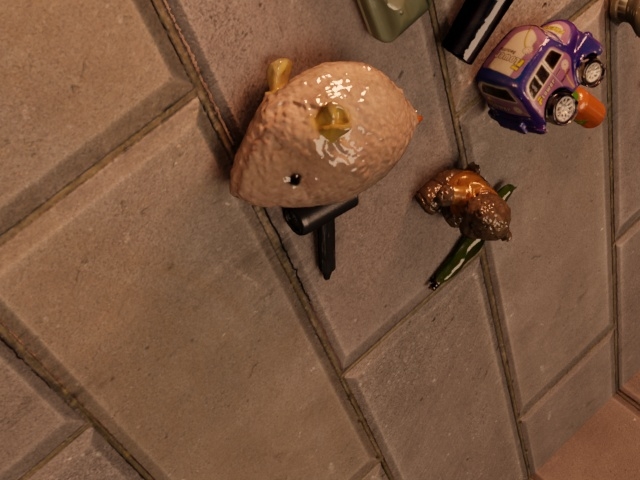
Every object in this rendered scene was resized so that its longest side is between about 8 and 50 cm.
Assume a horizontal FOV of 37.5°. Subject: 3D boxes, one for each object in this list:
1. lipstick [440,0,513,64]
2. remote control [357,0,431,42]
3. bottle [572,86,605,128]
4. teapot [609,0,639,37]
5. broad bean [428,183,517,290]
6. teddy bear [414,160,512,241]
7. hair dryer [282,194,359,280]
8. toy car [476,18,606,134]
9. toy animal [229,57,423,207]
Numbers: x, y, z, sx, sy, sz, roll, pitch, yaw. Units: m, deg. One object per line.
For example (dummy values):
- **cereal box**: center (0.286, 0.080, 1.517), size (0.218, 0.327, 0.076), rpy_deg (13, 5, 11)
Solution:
- **lipstick**: center (0.345, -0.503, 1.649), size (0.077, 0.077, 0.418), rpy_deg (18, 105, -51)
- **remote control**: center (0.093, -0.452, 1.440), size (0.128, 0.065, 0.335), rpy_deg (-45, 143, -12)
- **bottle**: center (0.555, -0.300, 2.049), size (0.187, 0.069, 0.069), rpy_deg (19, 106, -50)
- **teapot**: center (0.679, -0.504, 1.959), size (0.130, 0.119, 0.166), rpy_deg (-17, 124, -43)
- **broad bean**: center (0.341, -0.004, 2.098), size (0.060, 0.043, 0.298), rpy_deg (28, 100, -43)
- **teddy bear**: center (0.305, -0.068, 1.884), size (0.140, 0.190, 0.177), rpy_deg (-50, 139, 10)
- **hair dryer**: center (0.000, 0.000, 1.737), size (0.128, 0.070, 0.255), rpy_deg (-30, 143, -25)
- **toy car**: center (0.416, -0.331, 1.806), size (0.235, 0.172, 0.158), rpy_deg (-52, 129, -6)
- **toy animal**: center (0.024, -0.174, 1.505), size (0.358, 0.188, 0.227), rpy_deg (-24, 140, -32)
